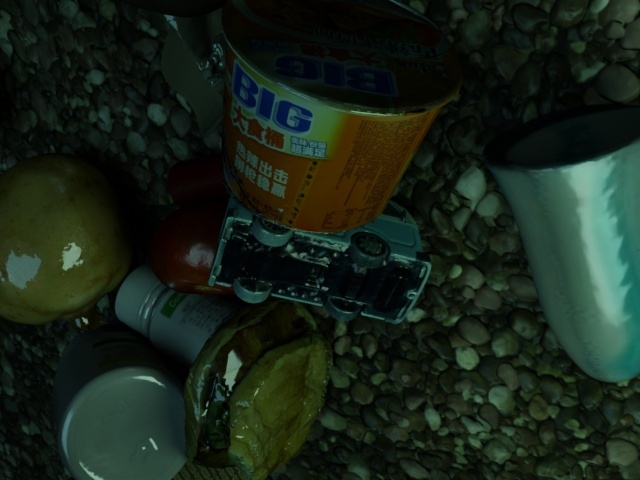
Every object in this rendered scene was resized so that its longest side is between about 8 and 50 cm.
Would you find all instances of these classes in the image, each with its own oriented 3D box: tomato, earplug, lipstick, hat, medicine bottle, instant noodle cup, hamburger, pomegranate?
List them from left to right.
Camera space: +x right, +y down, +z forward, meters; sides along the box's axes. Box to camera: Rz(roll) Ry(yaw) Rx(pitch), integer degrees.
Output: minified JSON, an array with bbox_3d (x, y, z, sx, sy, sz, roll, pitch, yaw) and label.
[{"bbox_3d":[-0.457,-0.004,1.311,0.307,0.307,0.307,14,119,26],"label":"pomegranate"},{"bbox_3d":[-0.341,0.264,1.314,0.340,0.208,0.208,24,133,67],"label":"medicine bottle"},{"bbox_3d":[-0.220,0.136,1.307,0.237,0.139,0.139,25,123,27],"label":"medicine bottle"},{"bbox_3d":[-0.160,0.012,1.186,0.195,0.195,0.136,-4,75,33],"label":"tomato"},{"bbox_3d":[-0.149,-0.250,1.137,0.166,0.144,0.173,56,172,4],"label":"hat"},{"bbox_3d":[-0.122,-0.101,1.170,0.241,0.080,0.080,-8,107,35],"label":"lipstick"},{"bbox_3d":[-0.097,0.228,1.193,0.134,0.265,0.284,24,121,23],"label":"hamburger"},{"bbox_3d":[0.003,-0.156,0.951,0.296,0.296,0.214,32,133,15],"label":"instant noodle cup"},{"bbox_3d":[0.314,0.024,0.912,0.185,0.185,0.324,-3,117,33],"label":"earplug"}]

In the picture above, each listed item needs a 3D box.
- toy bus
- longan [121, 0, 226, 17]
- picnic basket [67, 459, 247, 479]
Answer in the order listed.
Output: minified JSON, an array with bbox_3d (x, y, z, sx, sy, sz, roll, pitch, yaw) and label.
[{"bbox_3d":[0.000,0.000,1.053,0.271,0.164,0.133,13,130,-11],"label":"toy bus"},{"bbox_3d":[-0.189,-0.397,0.986,0.246,0.215,0.246,27,125,47],"label":"longan"},{"bbox_3d":[-0.322,0.450,1.461,0.313,0.228,0.175,-24,100,37],"label":"picnic basket"}]
